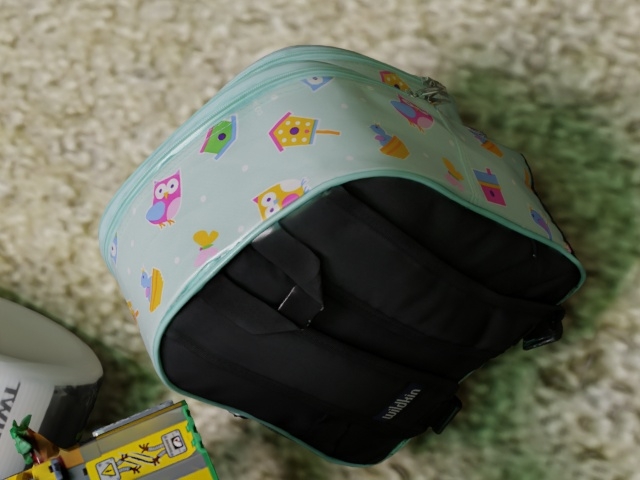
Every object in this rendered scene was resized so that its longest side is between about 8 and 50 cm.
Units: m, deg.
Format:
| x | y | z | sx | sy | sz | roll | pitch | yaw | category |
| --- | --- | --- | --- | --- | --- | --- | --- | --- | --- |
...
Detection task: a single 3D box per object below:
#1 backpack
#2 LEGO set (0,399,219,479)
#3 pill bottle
| x | y | z | sx | sy | sz | roll | pitch | yaw | category |
| --- | --- | --- | --- | --- | --- | --- | --- | --- | --- |
| 0.000 | 0.000 | 0.830 | 0.166 | 0.188 | 0.144 | -40 | 59 | 22 | backpack |
| -0.099 | 0.225 | 0.811 | 0.192 | 0.255 | 0.331 | -22 | 102 | -6 | LEGO set |
| -0.211 | 0.152 | 0.968 | 0.130 | 0.130 | 0.245 | 26 | 100 | 26 | pill bottle |
